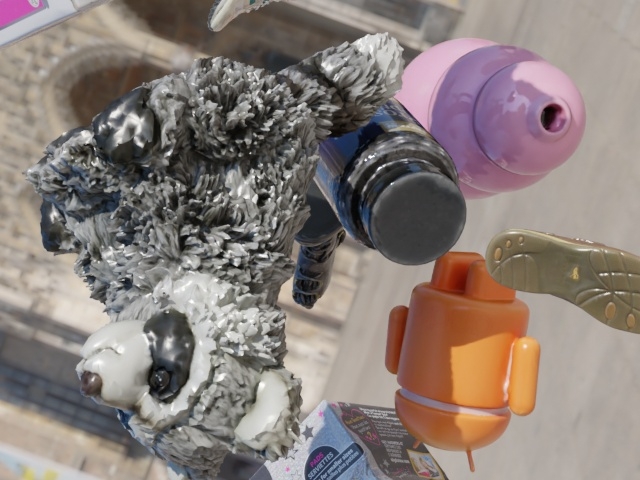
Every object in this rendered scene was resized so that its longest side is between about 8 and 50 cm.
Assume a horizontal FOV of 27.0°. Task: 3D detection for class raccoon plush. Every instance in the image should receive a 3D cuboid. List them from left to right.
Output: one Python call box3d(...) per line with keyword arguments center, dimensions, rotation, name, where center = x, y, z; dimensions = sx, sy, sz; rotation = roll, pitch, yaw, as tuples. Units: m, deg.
box3d(center=(-0.025, 0.002, 1.109), dimensions=(0.446, 0.299, 0.216), rotation=(-27, -7, -26), name="raccoon plush")

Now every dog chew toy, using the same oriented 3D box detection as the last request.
box3d(center=(0.209, -0.146, 1.617), dimensions=(0.332, 0.207, 0.206), rotation=(-162, 92, -74), name="dog chew toy")

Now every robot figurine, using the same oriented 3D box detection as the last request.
box3d(center=(0.145, 0.123, 1.390), dimensions=(0.128, 0.158, 0.219), rotation=(-60, -21, -84), name="robot figurine")

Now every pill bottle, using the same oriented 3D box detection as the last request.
box3d(center=(0.063, -0.062, 1.299), dimensions=(0.219, 0.123, 0.122), rotation=(-122, 48, -62), name="pill bottle")

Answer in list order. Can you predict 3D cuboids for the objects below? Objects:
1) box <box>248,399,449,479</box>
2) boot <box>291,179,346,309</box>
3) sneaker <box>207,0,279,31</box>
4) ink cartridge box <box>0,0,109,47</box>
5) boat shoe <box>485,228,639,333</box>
box3d(center=(0.005, 0.321, 1.579), dimensions=(0.247, 0.142, 0.163), rotation=(-50, -34, 18), name="box")
box3d(center=(0.000, 0.000, 1.786), dimensions=(0.263, 0.091, 0.229), rotation=(-65, -10, -54), name="boot")
box3d(center=(-0.066, -0.303, 1.616), dimensions=(0.161, 0.075, 0.057), rotation=(-48, 13, 5), name="sneaker")
box3d(center=(-0.273, -0.240, 1.329), dimensions=(0.176, 0.069, 0.371), rotation=(-33, 13, -36), name="ink cartridge box")
box3d(center=(0.230, 0.028, 1.131), dimensions=(0.060, 0.178, 0.064), rotation=(-38, -35, -71), name="boat shoe")
